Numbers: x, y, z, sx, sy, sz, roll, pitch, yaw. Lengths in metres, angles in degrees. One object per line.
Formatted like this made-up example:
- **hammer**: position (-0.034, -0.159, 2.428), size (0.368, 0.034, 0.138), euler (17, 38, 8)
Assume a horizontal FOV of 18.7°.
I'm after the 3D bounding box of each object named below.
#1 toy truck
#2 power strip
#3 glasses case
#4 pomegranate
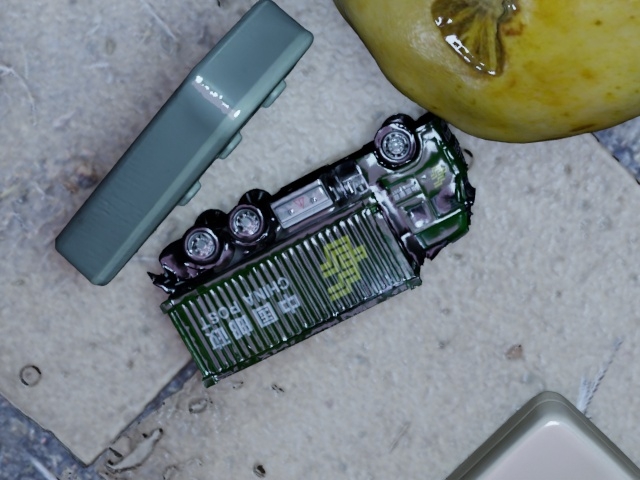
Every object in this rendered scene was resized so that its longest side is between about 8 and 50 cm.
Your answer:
- **toy truck**: position (0.000, 0.000, 1.517), size (0.259, 0.088, 0.121), euler (-27, 99, 10)
- **power strip**: position (-0.086, -0.088, 1.452), size (0.059, 0.194, 0.265), euler (41, 139, -4)
- **glasses case**: position (0.116, 0.282, 1.578), size (0.144, 0.076, 0.336), euler (45, 102, -6)
- **pomegranate**: position (0.162, -0.233, 1.345), size (0.332, 0.332, 0.333), euler (1, 103, 3)
